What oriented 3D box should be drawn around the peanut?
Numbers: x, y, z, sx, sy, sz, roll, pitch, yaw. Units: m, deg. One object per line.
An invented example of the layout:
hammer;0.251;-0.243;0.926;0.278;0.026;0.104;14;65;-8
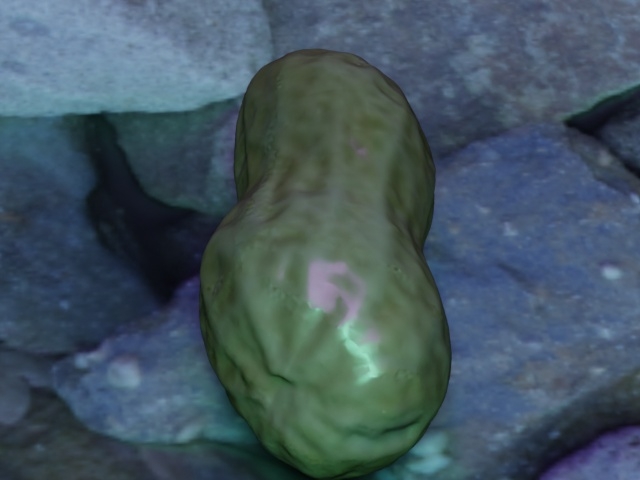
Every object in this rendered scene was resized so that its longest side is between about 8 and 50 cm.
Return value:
peanut;0.000;0.000;0.971;0.124;0.123;0.256;0;49;-4
